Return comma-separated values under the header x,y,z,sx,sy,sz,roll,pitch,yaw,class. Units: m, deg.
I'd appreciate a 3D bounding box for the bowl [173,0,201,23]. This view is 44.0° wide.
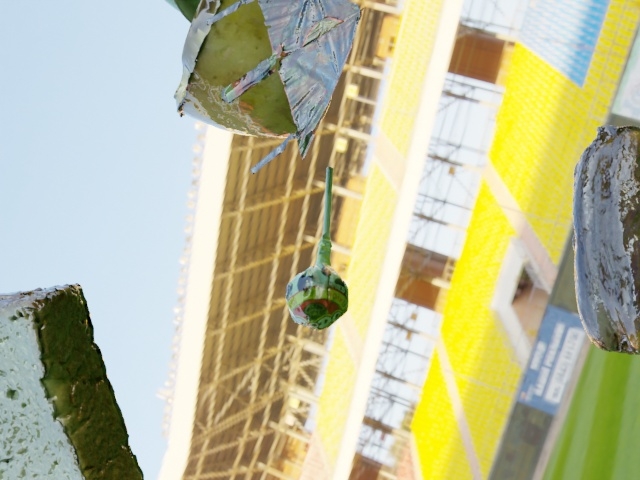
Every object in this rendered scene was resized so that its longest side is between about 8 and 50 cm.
x,y,z,sx,sy,sz,roll,pitch,yaw,class
-0.151,-0.501,1.317,0.314,0.146,0.313,-20,-53,-28,bowl

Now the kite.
x,y,z,sx,sy,sz,roll,pitch,yaw,class
-0.029,-0.159,0.680,0.010,0.160,0.182,3,-114,-56,kite

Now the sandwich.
x,y,z,sx,sy,sz,roll,pitch,yaw,class
-0.366,0.195,0.962,0.095,0.249,0.273,-32,-71,-62,sandwich

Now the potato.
x,y,z,sx,sy,sz,roll,pitch,yaw,class
-0.078,-0.263,1.157,0.285,0.243,0.242,-61,-10,31,potato

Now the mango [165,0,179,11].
x,y,z,sx,sy,sz,roll,pitch,yaw,class
-0.321,-0.631,1.822,0.156,0.343,0.192,-41,-28,28,mango

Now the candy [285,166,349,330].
x,y,z,sx,sy,sz,roll,pitch,yaw,class
0.000,0.000,1.215,0.083,0.091,0.305,87,-175,-52,candy

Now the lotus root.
x,y,z,sx,sy,sz,roll,pitch,yaw,class
0.419,-0.003,1.094,0.078,0.167,0.329,2,-100,-55,lotus root
